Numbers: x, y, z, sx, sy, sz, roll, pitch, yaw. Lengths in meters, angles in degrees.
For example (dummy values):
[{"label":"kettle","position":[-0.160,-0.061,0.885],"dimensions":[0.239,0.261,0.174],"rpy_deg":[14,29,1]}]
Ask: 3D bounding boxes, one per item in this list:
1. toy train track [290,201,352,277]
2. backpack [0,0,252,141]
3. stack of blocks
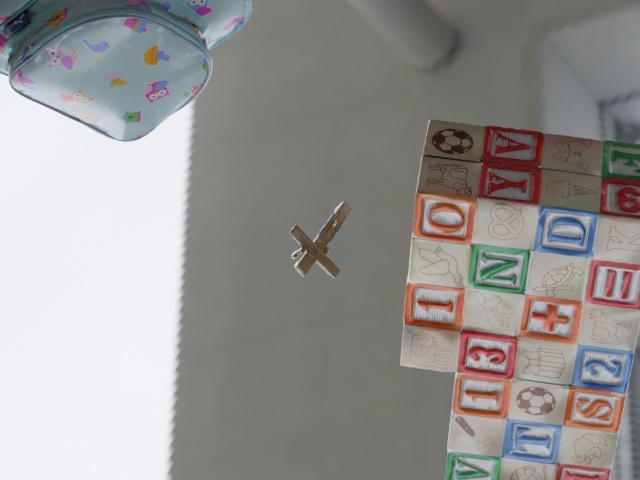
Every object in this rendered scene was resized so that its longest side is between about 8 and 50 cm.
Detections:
[{"label":"toy train track","position":[0.000,0.000,1.445],"dimensions":[0.014,0.048,0.083],"rpy_deg":[-34,-166,44]},{"label":"backpack","position":[-0.147,-0.175,1.448],"dimensions":[0.188,0.166,0.144],"rpy_deg":[-41,-135,24]},{"label":"stack of blocks","position":[0.149,0.060,1.466],"dimensions":[0.171,0.297,0.087],"rpy_deg":[7,-139,5]}]
